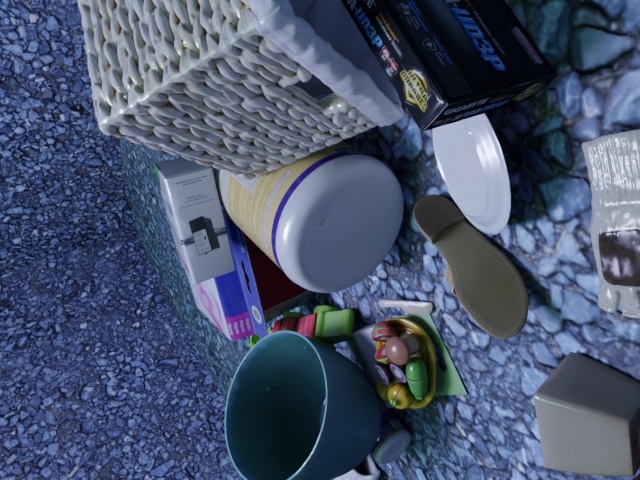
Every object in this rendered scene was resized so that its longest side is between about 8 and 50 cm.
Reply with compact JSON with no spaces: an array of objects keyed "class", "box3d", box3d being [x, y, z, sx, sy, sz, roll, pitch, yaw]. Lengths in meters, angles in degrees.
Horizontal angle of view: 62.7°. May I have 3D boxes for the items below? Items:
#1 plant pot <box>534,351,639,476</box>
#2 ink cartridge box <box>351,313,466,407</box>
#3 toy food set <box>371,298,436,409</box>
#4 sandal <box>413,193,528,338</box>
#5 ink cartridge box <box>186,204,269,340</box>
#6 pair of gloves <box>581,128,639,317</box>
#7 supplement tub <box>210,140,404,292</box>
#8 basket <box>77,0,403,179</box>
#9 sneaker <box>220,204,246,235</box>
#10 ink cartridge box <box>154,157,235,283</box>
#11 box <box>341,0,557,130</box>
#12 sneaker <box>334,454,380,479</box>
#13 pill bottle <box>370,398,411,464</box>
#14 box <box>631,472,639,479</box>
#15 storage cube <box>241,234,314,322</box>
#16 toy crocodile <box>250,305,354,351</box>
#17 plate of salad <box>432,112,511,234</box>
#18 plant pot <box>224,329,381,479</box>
[{"class":"plant pot","box3d":[0.331,0.213,0.626,0.096,0.109,0.109,3,113,48]},{"class":"ink cartridge box","box3d":[0.160,0.234,1.015,0.171,0.056,0.235,65,156,7]},{"class":"toy food set","box3d":[0.136,0.214,0.946,0.128,0.071,0.217,8,107,41]},{"class":"sandal","box3d":[0.218,0.039,0.761,0.240,0.088,0.079,61,-175,30]},{"class":"ink cartridge box","box3d":[-0.251,0.062,1.229,0.330,0.072,0.324,22,129,56]},{"class":"pair of gloves","box3d":[0.354,-0.006,0.477,0.240,0.042,0.204,10,118,59]},{"class":"supplement tub","box3d":[-0.040,-0.086,0.939,0.331,0.241,0.241,40,142,44]},{"class":"basket","box3d":[-0.103,-0.290,0.670,0.267,0.328,0.331,-20,76,25]},{"class":"sneaker","box3d":[-0.281,-0.061,1.500,0.106,0.163,0.281,7,116,61]},{"class":"ink cartridge box","box3d":[-0.240,-0.043,0.998,0.153,0.087,0.208,-144,41,-59]},{"class":"box","box3d":[0.130,-0.237,0.574,0.220,0.175,0.051,62,150,13]},{"class":"sneaker","box3d":[0.055,0.526,1.405,0.305,0.114,0.152,51,136,23]},{"class":"pill bottle","box3d":[0.115,0.406,1.182,0.169,0.094,0.094,43,144,42]},{"class":"box","box3d":[0.385,0.294,0.462,0.168,0.203,0.166,14,122,60]},{"class":"storage cube","box3d":[-0.140,0.093,1.329,0.193,0.184,0.215,60,153,13]},{"class":"toy crocodile","box3d":[-0.045,0.219,1.251,0.341,0.105,0.115,-19,52,49]},{"class":"plate of salad","box3d":[0.196,-0.104,0.672,0.200,0.048,0.199,161,90,-85]},{"class":"plant pot","box3d":[-0.015,0.355,1.086,0.293,0.235,0.292,-23,55,37]}]
